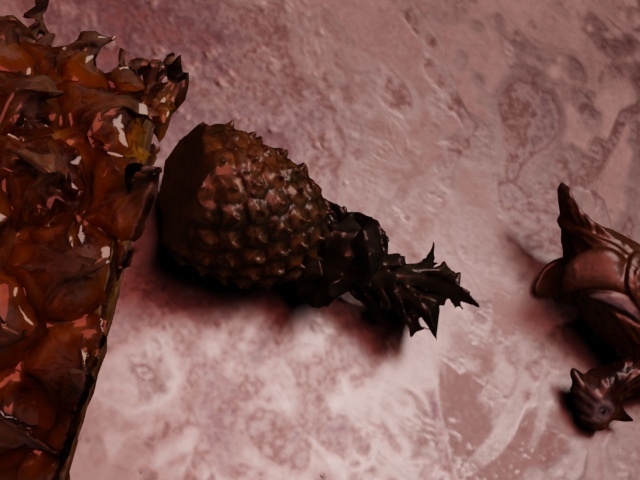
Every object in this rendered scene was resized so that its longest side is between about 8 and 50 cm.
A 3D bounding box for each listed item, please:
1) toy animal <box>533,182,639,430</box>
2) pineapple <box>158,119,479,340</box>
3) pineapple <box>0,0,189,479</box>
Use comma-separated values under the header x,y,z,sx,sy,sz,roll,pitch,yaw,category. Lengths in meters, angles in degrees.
x,y,z,sx,sy,sz,roll,pitch,yaw,category
0.231,0.049,1.473,0.188,0.089,0.179,47,68,-7,toy animal
0.000,0.000,1.356,0.251,0.125,0.125,23,56,-23,pineapple
-0.249,0.002,1.075,0.300,0.352,0.352,21,57,-10,pineapple
